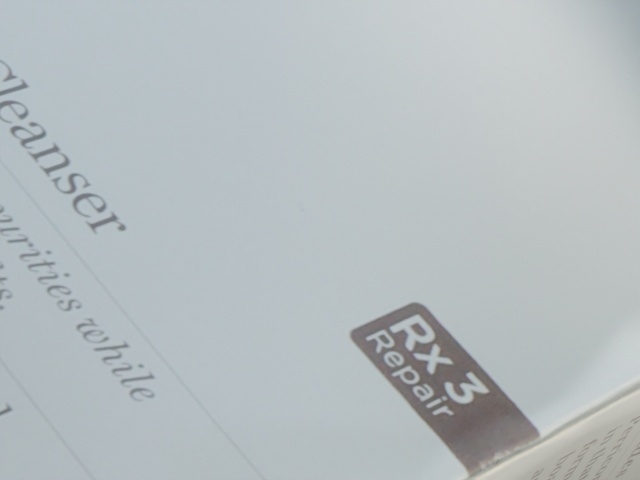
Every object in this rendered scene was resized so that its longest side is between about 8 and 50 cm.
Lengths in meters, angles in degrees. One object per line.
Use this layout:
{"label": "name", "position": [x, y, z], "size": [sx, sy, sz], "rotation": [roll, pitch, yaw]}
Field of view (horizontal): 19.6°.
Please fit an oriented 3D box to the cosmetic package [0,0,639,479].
{"label": "cosmetic package", "position": [0.000, 0.000, 0.482], "size": [0.385, 0.156, 0.217], "rotation": [-25, 62, -38]}
